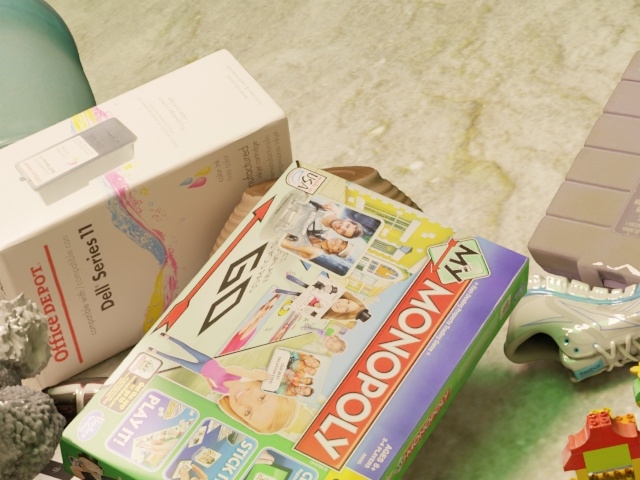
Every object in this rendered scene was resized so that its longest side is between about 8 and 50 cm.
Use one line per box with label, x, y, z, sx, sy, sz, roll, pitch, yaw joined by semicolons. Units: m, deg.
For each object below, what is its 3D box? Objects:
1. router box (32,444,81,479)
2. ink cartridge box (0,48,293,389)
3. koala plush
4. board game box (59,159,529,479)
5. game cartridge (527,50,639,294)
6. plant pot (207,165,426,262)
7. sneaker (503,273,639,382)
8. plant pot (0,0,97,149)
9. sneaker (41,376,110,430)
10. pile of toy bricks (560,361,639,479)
router box;-0.292;0.271;1.168;0.301;0.082;0.335;9;38;40
ink cartridge box;-0.199;-0.003;1.458;0.353;0.207;0.119;-27;51;-16
koala plush;-0.284;0.116;1.169;0.196;0.203;0.221;-42;-4;11
board game box;-0.011;0.089;1.188;0.213;0.046;0.317;23;53;21
game cartridge;0.361;-0.033;1.294;0.355;0.068;0.230;15;71;43
plant pot;0.000;0.000;1.397;0.237;0.110;0.237;-9;10;2
sneaker;0.231;0.079;1.260;0.191;0.071;0.083;-1;45;33
plant pot;-0.345;-0.097;1.692;0.272;0.271;0.255;-24;43;-12
sneaker;-0.082;0.136;1.294;0.281;0.106;0.162;7;30;19
pile of toy bricks;0.269;0.110;1.126;0.212;0.105;0.118;-13;28;8
